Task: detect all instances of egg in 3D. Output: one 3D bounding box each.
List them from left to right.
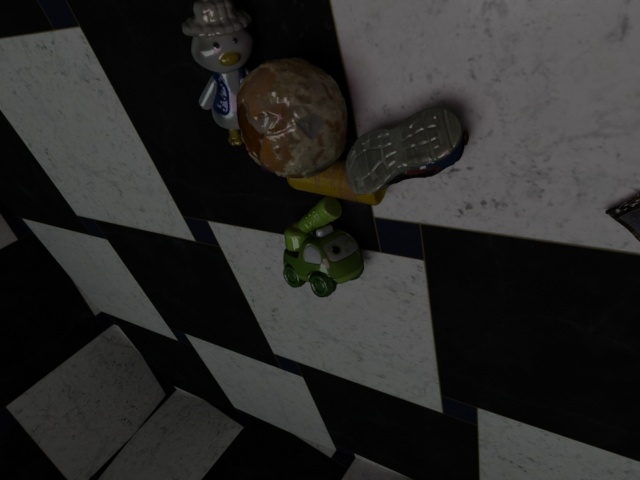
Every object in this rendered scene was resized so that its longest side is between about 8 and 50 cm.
[{"bbox_3d":[-0.045,-0.203,0.776,0.195,0.194,0.233,23,162,17],"label":"egg"}]

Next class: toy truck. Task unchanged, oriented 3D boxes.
[{"bbox_3d":[-0.008,0.013,1.033,0.187,0.148,0.210,-10,103,48],"label":"toy truck"}]

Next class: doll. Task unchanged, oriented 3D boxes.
[{"bbox_3d":[-0.166,-0.308,0.825,0.138,0.119,0.293,-14,135,-7],"label":"doll"}]

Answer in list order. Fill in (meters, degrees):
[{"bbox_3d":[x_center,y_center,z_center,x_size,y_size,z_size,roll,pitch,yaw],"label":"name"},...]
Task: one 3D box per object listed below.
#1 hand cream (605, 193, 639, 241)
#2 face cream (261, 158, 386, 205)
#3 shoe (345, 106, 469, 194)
[{"bbox_3d":[0.515,-0.005,0.682,0.163,0.039,0.062,46,144,-3],"label":"hand cream"},{"bbox_3d":[-0.003,-0.133,0.911,0.274,0.078,0.078,14,138,26],"label":"face cream"},{"bbox_3d":[0.150,-0.148,0.765,0.228,0.126,0.099,-19,85,41],"label":"shoe"}]
